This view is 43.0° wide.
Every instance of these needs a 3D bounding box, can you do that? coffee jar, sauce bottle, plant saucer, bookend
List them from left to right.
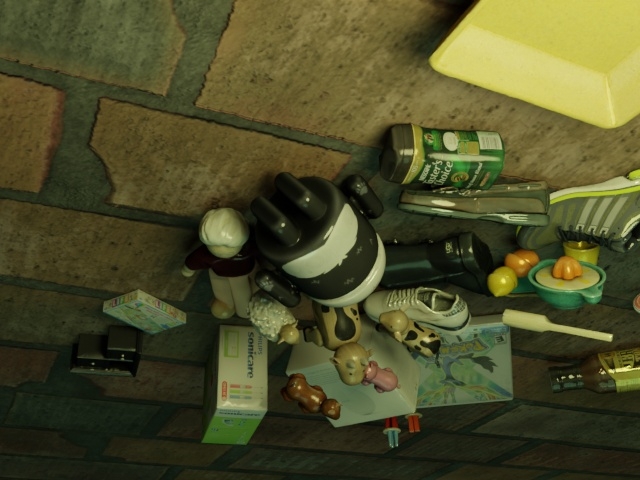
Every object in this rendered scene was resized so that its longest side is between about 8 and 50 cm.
[{"bbox_3d":[-0.501,0.255,1.904,0.156,0.072,0.157,7,148,-16],"label":"bookend"},{"bbox_3d":[0.187,-0.130,1.273,0.185,0.079,0.096,4,150,-10],"label":"coffee jar"},{"bbox_3d":[0.351,-0.296,0.996,0.333,0.081,0.333,13,147,-24],"label":"plant saucer"},{"bbox_3d":[0.770,0.340,2.104,0.345,0.111,0.111,-11,149,13],"label":"sauce bottle"}]

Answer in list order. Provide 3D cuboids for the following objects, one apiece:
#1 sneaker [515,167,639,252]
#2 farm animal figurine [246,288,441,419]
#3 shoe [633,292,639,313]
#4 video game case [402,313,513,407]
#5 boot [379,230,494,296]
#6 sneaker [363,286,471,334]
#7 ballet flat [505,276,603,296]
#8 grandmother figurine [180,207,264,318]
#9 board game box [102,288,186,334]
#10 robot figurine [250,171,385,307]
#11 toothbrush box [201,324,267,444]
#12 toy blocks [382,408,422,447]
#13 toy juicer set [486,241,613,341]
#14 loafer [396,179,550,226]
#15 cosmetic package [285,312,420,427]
[{"bbox_3d":[0.488,-0.032,1.424,0.300,0.121,0.111,-20,145,29],"label":"sneaker"},{"bbox_3d":[0.062,0.182,1.567,0.330,0.326,0.172,-29,-172,-20],"label":"farm animal figurine"},{"bbox_3d":[0.755,0.102,1.742,0.178,0.063,0.081,-22,144,21],"label":"shoe"},{"bbox_3d":[0.303,0.306,1.998,0.329,0.036,0.300,-7,131,8],"label":"video game case"},{"bbox_3d":[0.223,0.055,1.589,0.207,0.094,0.246,-8,158,22],"label":"boot"},{"bbox_3d":[0.196,0.131,1.703,0.235,0.090,0.095,3,149,26],"label":"sneaker"},{"bbox_3d":[0.469,0.084,1.697,0.232,0.080,0.073,5,177,-8],"label":"ballet flat"},{"bbox_3d":[-0.162,0.045,1.538,0.208,0.104,0.342,-16,153,-5],"label":"grandmother figurine"},{"bbox_3d":[-0.385,0.159,1.790,0.103,0.026,0.154,-19,146,26],"label":"board game box"},{"bbox_3d":[-0.003,0.000,1.389,0.209,0.173,0.278,-17,142,25],"label":"robot figurine"},{"bbox_3d":[-0.210,0.354,1.965,0.122,0.206,0.283,7,150,-14],"label":"toothbrush box"},{"bbox_3d":[0.238,0.526,2.355,0.123,0.148,0.054,7,149,-15],"label":"toy blocks"},{"bbox_3d":[0.405,0.072,1.465,0.209,0.329,0.089,-1,113,14],"label":"toy juicer set"},{"bbox_3d":[0.264,-0.075,1.399,0.268,0.084,0.096,6,180,-7],"label":"loafer"},{"bbox_3d":[0.080,0.302,1.897,0.224,0.138,0.224,-17,128,28],"label":"cosmetic package"}]
